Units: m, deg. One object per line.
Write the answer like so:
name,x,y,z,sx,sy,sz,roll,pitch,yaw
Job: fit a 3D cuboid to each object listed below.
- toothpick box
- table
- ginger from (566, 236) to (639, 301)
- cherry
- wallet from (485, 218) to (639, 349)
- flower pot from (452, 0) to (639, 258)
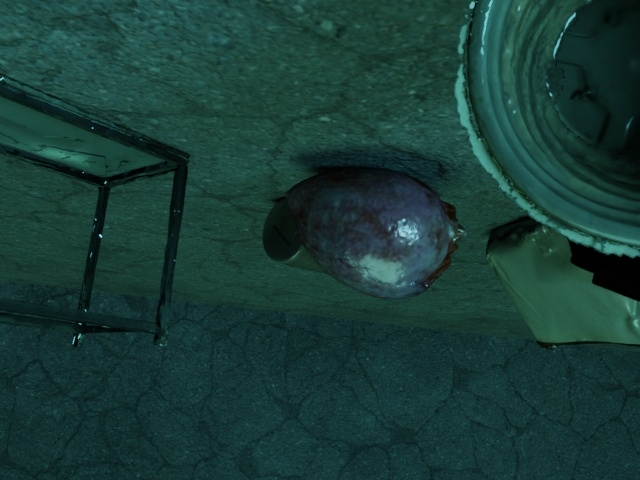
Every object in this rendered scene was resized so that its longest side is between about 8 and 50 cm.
toothpick box,0.000,0.000,1.116,0.111,0.111,0.180,-7,163,42
table,-0.376,-0.017,0.827,0.222,0.273,0.335,-7,163,39
ginger,0.482,-0.018,0.768,0.413,0.211,0.358,26,175,-39
cherry,0.066,-0.019,0.901,0.249,0.175,0.192,22,-169,-12
wallet,0.410,0.080,1.097,0.275,0.068,0.335,52,162,-5
flower pot,0.207,-0.113,0.406,0.235,0.236,0.140,1,-169,16
